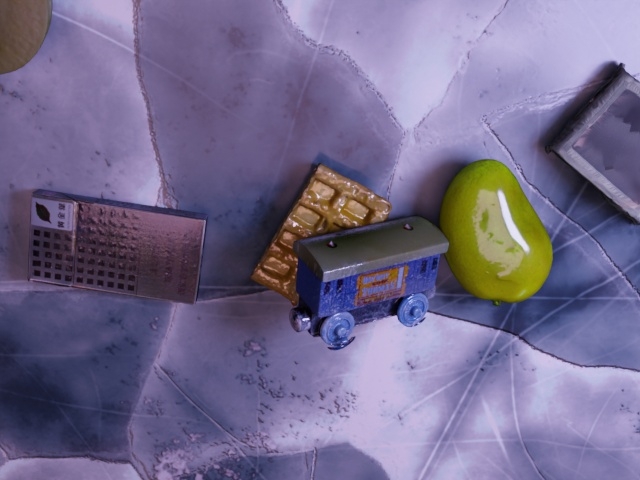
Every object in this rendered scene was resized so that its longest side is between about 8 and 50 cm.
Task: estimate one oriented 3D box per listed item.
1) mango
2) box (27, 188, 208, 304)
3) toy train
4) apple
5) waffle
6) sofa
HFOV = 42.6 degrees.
[{"bbox_3d":[0.311,-0.009,1.508,0.185,0.149,0.273,-29,101,17],"label":"mango"},{"bbox_3d":[-0.388,0.014,1.570,0.325,0.047,0.180,8,109,-4],"label":"box"},{"bbox_3d":[0.083,0.071,1.495,0.300,0.131,0.201,-13,125,-27],"label":"toy train"},{"bbox_3d":[-0.580,-0.385,1.308,0.292,0.292,0.254,24,131,-8],"label":"apple"},{"bbox_3d":[0.000,0.000,1.558,0.168,0.057,0.274,28,107,-10],"label":"waffle"},{"bbox_3d":[0.562,-0.168,1.488,0.225,0.176,0.210,43,106,16],"label":"sofa"}]
